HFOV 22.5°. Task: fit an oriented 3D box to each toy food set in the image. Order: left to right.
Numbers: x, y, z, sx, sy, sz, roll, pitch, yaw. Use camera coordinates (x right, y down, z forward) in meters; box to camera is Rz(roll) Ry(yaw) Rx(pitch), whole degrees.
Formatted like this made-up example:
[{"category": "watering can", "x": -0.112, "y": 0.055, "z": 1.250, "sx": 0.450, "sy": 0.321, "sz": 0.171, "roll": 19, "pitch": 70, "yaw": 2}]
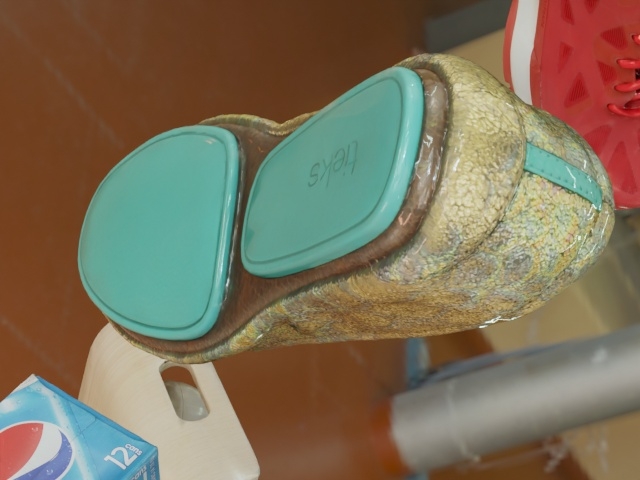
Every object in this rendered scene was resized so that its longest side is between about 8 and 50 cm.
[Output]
[{"category": "toy food set", "x": -0.122, "y": 0.228, "z": 1.173, "sx": 0.092, "sy": 0.306, "sz": 0.220, "roll": 3, "pitch": 29, "yaw": -23}]

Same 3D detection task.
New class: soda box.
[{"category": "soda box", "x": -0.110, "y": 0.159, "z": 0.677, "sx": 0.071, "sy": 0.067, "sz": 0.210, "roll": -44, "pitch": 149, "yaw": -38}]

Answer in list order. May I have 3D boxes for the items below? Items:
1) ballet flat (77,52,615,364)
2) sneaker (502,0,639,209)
[{"category": "ballet flat", "x": 0.000, "y": 0.000, "z": 0.707, "sx": 0.123, "sy": 0.348, "sz": 0.123, "roll": 4, "pitch": 82, "yaw": -28}, {"category": "sneaker", "x": 0.145, "y": -0.087, "z": 0.692, "sx": 0.128, "sy": 0.087, "sz": 0.221, "roll": 40, "pitch": -23, "yaw": 50}]
